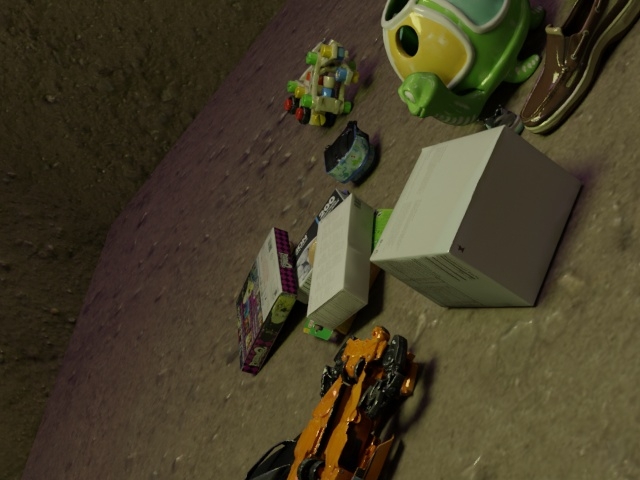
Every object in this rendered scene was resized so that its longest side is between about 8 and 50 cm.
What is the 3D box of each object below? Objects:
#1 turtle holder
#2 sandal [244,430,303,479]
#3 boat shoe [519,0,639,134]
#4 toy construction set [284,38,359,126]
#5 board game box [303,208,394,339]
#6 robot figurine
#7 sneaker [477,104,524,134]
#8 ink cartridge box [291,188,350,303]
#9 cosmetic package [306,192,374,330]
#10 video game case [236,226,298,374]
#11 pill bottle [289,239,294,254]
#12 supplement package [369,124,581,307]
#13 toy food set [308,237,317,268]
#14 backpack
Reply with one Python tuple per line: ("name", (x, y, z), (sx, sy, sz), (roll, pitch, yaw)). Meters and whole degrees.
("turtle holder", (0.212, -0.330, 1.581), (0.320, 0.227, 0.243), (-61, 21, -9))
("sandal", (-0.067, 0.359, 1.487), (0.254, 0.054, 0.097), (-46, 23, 28))
("boat shoe", (0.361, -0.283, 1.360), (0.257, 0.095, 0.095), (-57, 20, 5))
("toy construction set", (0.001, -0.394, 2.268), (0.327, 0.151, 0.215), (-98, 19, -71))
("board game box", (0.059, 0.061, 1.651), (0.259, 0.039, 0.124), (-59, 20, -10))
("robot figurine", (0.046, 0.261, 1.326), (0.211, 0.085, 0.291), (-11, 51, 63))
("sneaker", (0.269, -0.165, 1.442), (0.098, 0.069, 0.038), (-63, 21, -14))
("ink cartridge box", (0.000, 0.000, 1.861), (0.206, 0.045, 0.208), (-55, 20, 11))
("cosmetic package", (0.038, 0.035, 1.606), (0.099, 0.060, 0.239), (-39, 29, 35))
("video game case", (-0.113, 0.119, 1.876), (0.232, 0.042, 0.210), (-103, 35, -57))
("pill bottle", (-0.083, 0.036, 2.000), (0.043, 0.043, 0.083), (-42, 26, 37))
("supplement package", (0.208, -0.025, 1.265), (0.203, 0.149, 0.194), (-8, 53, 64))
("toy food set", (0.017, 0.028, 1.745), (0.083, 0.083, 0.020), (-32, -14, 17))
("backpack", (0.063, -0.170, 1.900), (0.105, 0.084, 0.114), (-47, 20, 26))
